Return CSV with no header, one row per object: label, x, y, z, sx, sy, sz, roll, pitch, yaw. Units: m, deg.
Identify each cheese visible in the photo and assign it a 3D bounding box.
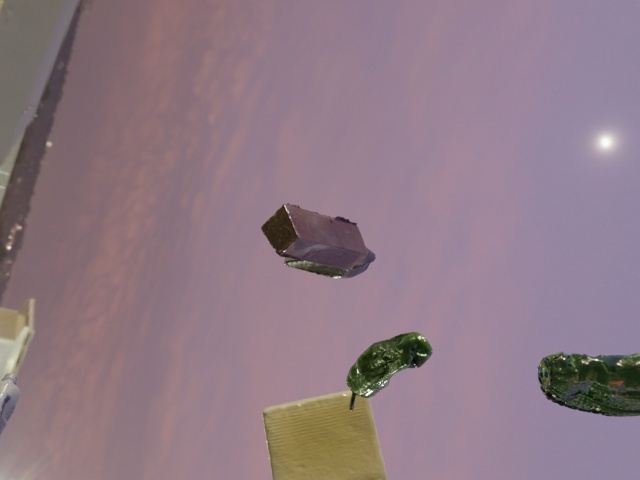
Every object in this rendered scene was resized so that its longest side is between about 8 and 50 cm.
cheese,0.008,0.504,1.397,0.124,0.265,0.243,91,-12,-68

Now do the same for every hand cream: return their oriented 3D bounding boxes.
hand cream,-0.773,0.447,1.304,0.341,0.077,0.124,-91,-166,-51

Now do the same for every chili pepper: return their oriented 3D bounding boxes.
chili pepper,0.123,0.248,1.120,0.257,0.074,0.100,-54,-137,49
chili pepper,0.423,0.197,0.798,0.061,0.224,0.098,-47,136,-79

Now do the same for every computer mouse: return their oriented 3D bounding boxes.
computer mouse,0.027,0.040,1.810,0.295,0.168,0.087,8,-63,25

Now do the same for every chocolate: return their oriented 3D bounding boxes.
chocolate,0.000,0.000,1.504,0.112,0.321,0.112,-43,-123,25
